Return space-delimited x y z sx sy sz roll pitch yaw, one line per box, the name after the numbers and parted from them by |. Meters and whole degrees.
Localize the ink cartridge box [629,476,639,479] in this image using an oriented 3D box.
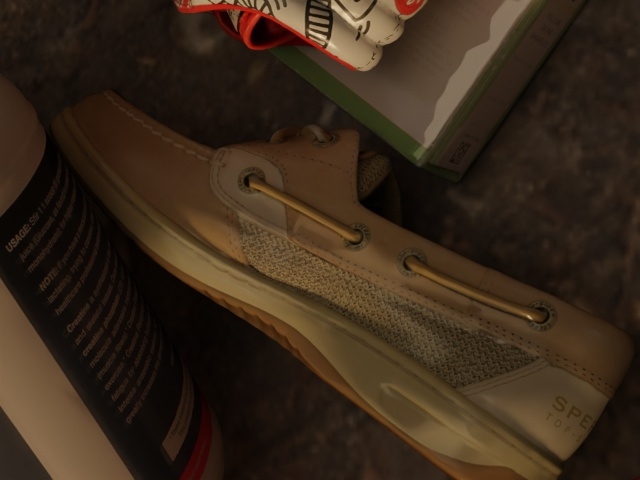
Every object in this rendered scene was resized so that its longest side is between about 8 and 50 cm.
0.254 0.223 0.368 0.279 0.160 0.384 -26 72 26 | ink cartridge box

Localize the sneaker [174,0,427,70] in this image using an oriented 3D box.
-0.049 -0.181 0.566 0.270 0.090 0.145 36 100 25 | sneaker

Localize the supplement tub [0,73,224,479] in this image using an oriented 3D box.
-0.178 0.042 0.557 0.191 0.191 0.272 -9 123 29 | supplement tub

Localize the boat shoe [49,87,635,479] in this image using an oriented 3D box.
0.000 0.000 0.578 0.302 0.109 0.098 35 90 29 | boat shoe

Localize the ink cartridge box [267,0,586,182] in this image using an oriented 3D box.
0.060 -0.171 0.585 0.171 0.056 0.235 41 103 27 | ink cartridge box
